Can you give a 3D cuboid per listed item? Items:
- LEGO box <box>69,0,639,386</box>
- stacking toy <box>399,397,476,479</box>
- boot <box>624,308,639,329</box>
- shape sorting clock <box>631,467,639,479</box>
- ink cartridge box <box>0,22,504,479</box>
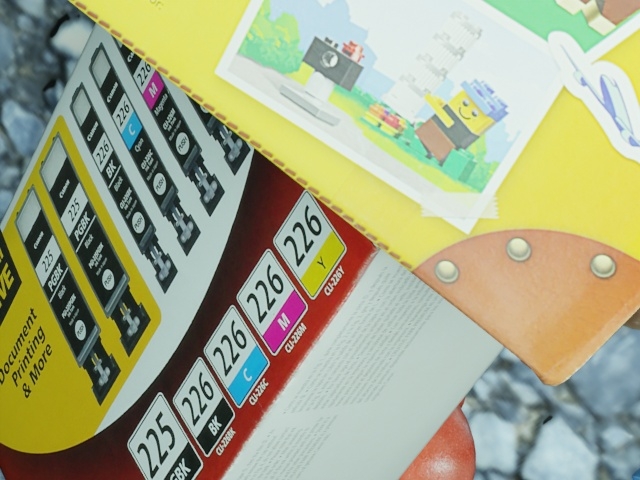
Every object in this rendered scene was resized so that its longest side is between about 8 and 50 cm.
[{"bbox_3d":[-0.013,-0.241,0.663,0.500,0.372,0.193,38,122,-1],"label":"LEGO box"},{"bbox_3d":[0.000,0.000,0.975,0.279,0.130,0.309,38,122,42],"label":"stacking toy"},{"bbox_3d":[0.141,-0.013,0.909,0.106,0.037,0.114,24,122,21],"label":"boot"},{"bbox_3d":[0.220,0.177,0.863,0.206,0.040,0.206,58,165,25],"label":"shape sorting clock"},{"bbox_3d":[-0.057,-0.003,0.839,0.272,0.130,0.309,58,135,29],"label":"ink cartridge box"}]
